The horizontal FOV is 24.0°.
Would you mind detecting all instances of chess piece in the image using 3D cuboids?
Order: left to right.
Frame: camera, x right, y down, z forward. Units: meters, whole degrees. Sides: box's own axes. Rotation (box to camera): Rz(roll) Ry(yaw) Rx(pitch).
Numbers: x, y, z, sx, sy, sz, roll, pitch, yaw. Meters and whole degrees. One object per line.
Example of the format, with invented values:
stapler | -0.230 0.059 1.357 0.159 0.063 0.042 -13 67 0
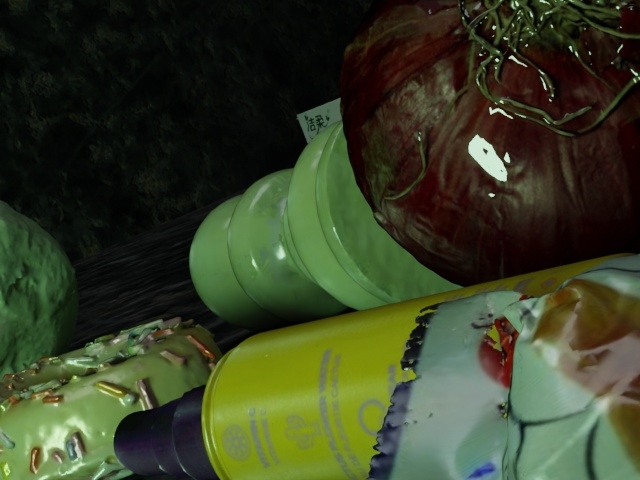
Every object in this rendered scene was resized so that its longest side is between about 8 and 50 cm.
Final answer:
chess piece | 0.000 0.000 1.047 0.144 0.144 0.251 -25 1 -34

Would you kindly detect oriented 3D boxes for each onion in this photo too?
onion | 0.133 -0.103 0.840 0.221 0.281 0.281 25 26 20

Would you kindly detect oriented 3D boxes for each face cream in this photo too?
face cream | 0.016 0.068 0.606 0.273 0.078 0.078 -15 8 40

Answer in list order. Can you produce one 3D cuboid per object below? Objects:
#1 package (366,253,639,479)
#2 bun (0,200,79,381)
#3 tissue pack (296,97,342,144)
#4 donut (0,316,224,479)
package | 0.087 0.067 0.382 0.194 0.071 0.269 -30 27 18
bun | -0.308 0.087 1.018 0.293 0.187 0.293 -10 -20 -4
tissue pack | 0.103 -0.062 1.123 0.092 0.148 0.246 -26 6 -33
donut | -0.131 0.096 0.873 0.175 0.068 0.174 -21 5 2
